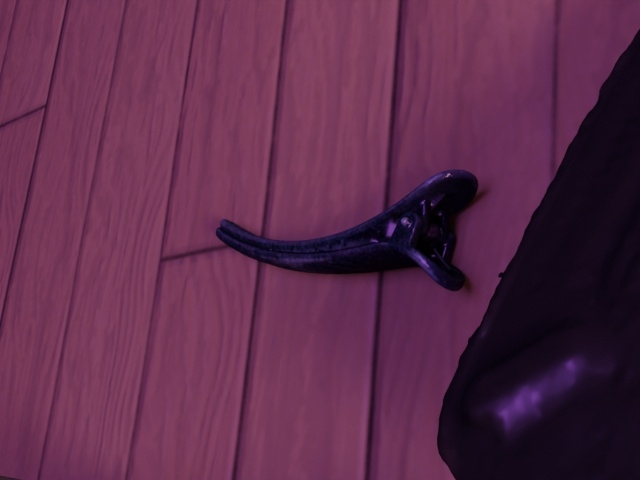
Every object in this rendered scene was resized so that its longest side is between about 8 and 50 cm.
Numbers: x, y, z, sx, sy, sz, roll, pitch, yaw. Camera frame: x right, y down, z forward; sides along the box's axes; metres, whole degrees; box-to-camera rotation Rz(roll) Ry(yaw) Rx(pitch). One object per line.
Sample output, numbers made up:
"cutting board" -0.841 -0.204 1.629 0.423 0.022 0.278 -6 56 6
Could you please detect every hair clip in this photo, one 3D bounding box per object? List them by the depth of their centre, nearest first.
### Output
"hair clip" 0.000 0.000 0.748 0.275 0.048 0.083 -4 74 46

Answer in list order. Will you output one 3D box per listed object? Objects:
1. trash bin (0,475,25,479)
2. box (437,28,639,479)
"trash bin" -0.257 0.357 0.730 0.343 0.223 0.158 -51 44 13
"box" 0.236 -0.009 0.383 0.350 0.091 0.359 2 56 57
